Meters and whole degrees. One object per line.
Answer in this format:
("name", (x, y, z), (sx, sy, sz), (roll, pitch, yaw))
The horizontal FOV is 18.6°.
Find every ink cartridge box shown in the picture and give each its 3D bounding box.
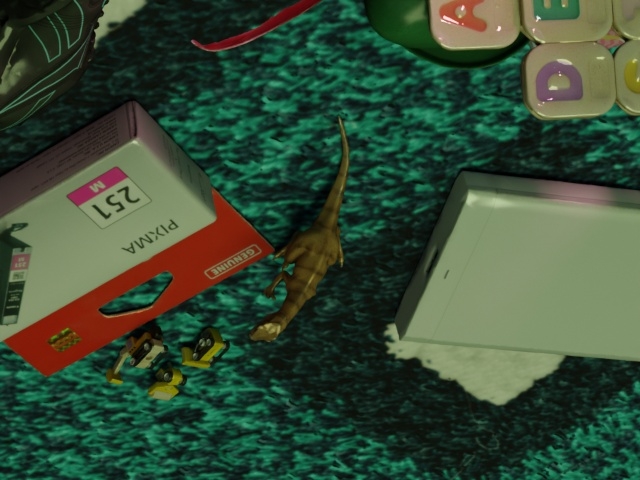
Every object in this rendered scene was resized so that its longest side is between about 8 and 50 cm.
("ink cartridge box", (-0.210, 0.024, 1.759), (0.275, 0.060, 0.239), (-29, 132, 16))

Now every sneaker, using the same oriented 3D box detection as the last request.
("sneaker", (-0.220, -0.182, 1.543), (0.267, 0.101, 0.106), (-43, 150, 27))

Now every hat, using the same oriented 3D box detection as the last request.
("hat", (0.060, -0.186, 1.479), (0.173, 0.183, 0.208), (45, 125, 8))

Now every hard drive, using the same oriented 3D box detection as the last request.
("hard drive", (0.248, 0.031, 1.886), (0.307, 0.040, 0.203), (6, 133, -18))

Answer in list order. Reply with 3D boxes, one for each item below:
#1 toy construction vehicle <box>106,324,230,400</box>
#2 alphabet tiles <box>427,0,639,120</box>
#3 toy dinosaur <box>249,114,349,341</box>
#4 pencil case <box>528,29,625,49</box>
("toy construction vehicle", (-0.149, 0.112, 1.883), (0.086, 0.035, 0.098), (12, 134, -38))
("alphabet tiles", (0.215, -0.235, 1.480), (0.278, 0.284, 0.021), (-3, 178, -8))
("toy dinosaur", (0.000, 0.000, 1.768), (0.064, 0.112, 0.211), (21, 87, -4))
("pencil case", (0.279, -0.232, 1.574), (0.273, 0.113, 0.124), (-19, 147, 8))
